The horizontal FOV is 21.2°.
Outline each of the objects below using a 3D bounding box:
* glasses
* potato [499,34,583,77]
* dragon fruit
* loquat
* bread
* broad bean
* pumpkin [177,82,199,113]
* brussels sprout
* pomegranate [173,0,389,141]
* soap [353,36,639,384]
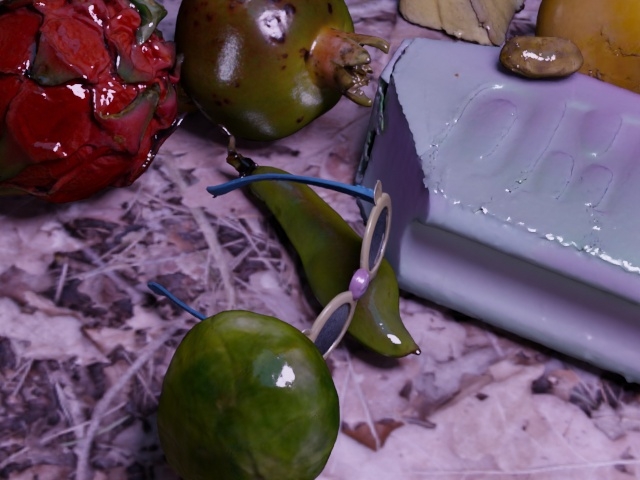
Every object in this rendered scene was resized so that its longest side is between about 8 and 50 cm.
[{"bbox_3d":[-0.038,0.025,1.627,0.221,0.088,0.189,11,66,41],"label":"glasses"},{"bbox_3d":[0.218,-0.181,1.690,0.083,0.040,0.051,4,39,-5],"label":"potato"},{"bbox_3d":[-0.263,-0.125,1.684,0.234,0.293,0.234,39,17,-14],"label":"dragon fruit"},{"bbox_3d":[0.342,-0.216,1.816,0.235,0.235,0.235,3,48,-4],"label":"loquat"},{"bbox_3d":[0.193,-0.367,1.961,0.135,0.178,0.240,20,48,13],"label":"bread"},{"bbox_3d":[0.000,0.006,1.690,0.075,0.067,0.325,-5,42,-42],"label":"broad bean"},{"bbox_3d":[-0.150,-0.165,1.840,0.050,0.028,0.083,-4,58,-12],"label":"pumpkin"},{"bbox_3d":[-0.061,0.151,1.473,0.162,0.180,0.143,12,41,15],"label":"brussels sprout"},{"bbox_3d":[-0.045,-0.184,1.750,0.198,0.198,0.246,-20,48,-22],"label":"pomegranate"},{"bbox_3d":[0.246,-0.030,1.686,0.446,0.156,0.261,22,49,13],"label":"soap"}]
